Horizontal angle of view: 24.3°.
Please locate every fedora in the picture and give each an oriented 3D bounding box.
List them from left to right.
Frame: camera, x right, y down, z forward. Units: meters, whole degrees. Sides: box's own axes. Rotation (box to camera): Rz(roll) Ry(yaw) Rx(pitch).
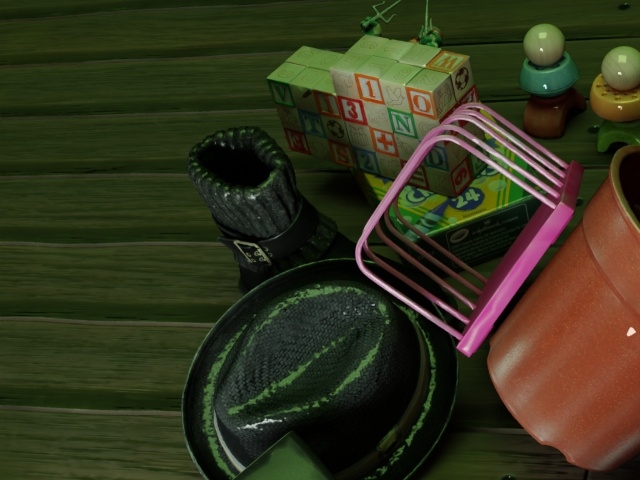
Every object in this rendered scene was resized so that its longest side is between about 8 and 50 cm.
[{"bbox_3d":[-0.011,0.149,1.674,0.334,0.152,0.334,-3,66,8],"label":"fedora"}]

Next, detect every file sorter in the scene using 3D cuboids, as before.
[{"bbox_3d":[0.173,-0.032,1.744,0.182,0.202,0.290,35,17,3],"label":"file sorter"}]

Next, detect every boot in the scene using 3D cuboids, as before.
[{"bbox_3d":[-0.003,0.002,1.859,0.348,0.260,0.131,12,45,33],"label":"boot"}]

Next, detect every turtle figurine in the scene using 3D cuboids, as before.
[{"bbox_3d":[0.126,-0.277,2.291,0.175,0.118,0.234,9,57,51],"label":"turtle figurine"}]

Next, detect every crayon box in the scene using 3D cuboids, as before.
[{"bbox_3d":[0.166,-0.089,2.061,0.203,0.083,0.323,-21,37,-5],"label":"crayon box"}]

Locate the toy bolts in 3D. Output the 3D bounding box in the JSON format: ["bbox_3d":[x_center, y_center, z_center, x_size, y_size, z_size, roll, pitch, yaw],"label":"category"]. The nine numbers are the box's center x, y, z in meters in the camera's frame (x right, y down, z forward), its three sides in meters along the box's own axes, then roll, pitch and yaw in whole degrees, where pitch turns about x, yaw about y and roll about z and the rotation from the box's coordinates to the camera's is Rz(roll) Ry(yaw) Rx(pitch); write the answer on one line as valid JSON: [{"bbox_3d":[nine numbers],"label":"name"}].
[{"bbox_3d":[0.396,-0.241,2.104,0.228,0.158,0.218,11,45,32],"label":"toy bolts"}]

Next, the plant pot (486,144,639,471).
[{"bbox_3d":[0.331,0.088,1.572,0.265,0.272,0.272,-51,24,30],"label":"plant pot"}]

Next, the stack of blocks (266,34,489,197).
[{"bbox_3d":[0.072,-0.181,2.004,0.297,0.171,0.087,18,49,38],"label":"stack of blocks"}]

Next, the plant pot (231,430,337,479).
[{"bbox_3d":[-0.028,0.345,1.512,0.167,0.187,0.188,34,59,31],"label":"plant pot"}]
